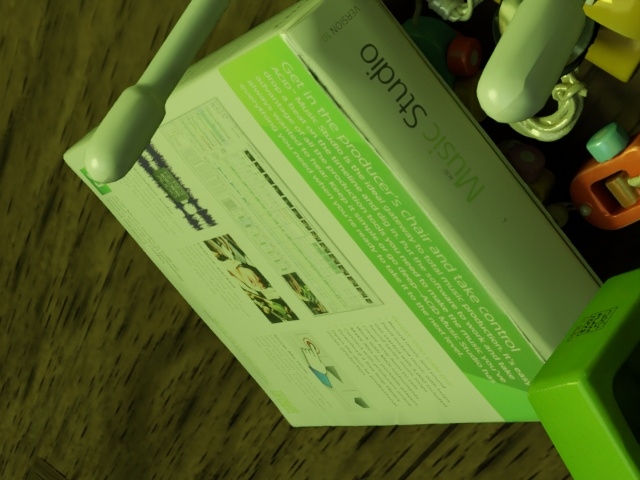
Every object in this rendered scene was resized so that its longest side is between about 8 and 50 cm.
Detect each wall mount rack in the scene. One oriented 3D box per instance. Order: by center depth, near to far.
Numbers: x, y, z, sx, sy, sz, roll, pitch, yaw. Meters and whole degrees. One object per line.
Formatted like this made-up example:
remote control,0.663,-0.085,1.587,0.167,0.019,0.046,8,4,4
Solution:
wall mount rack,0.019,-0.179,0.491,0.350,0.130,0.304,-4,90,53

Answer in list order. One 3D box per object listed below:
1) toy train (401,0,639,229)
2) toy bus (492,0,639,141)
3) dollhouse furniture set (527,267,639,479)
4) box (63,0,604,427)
toy train,0.099,-0.062,0.722,0.166,0.046,0.125,46,138,-6
toy bus,0.111,-0.123,0.569,0.191,0.104,0.202,-8,111,33
dollhouse furniture set,0.254,0.029,0.536,0.151,0.197,0.301,51,144,-11
box,0.000,0.000,0.815,0.232,0.058,0.322,51,156,-13
